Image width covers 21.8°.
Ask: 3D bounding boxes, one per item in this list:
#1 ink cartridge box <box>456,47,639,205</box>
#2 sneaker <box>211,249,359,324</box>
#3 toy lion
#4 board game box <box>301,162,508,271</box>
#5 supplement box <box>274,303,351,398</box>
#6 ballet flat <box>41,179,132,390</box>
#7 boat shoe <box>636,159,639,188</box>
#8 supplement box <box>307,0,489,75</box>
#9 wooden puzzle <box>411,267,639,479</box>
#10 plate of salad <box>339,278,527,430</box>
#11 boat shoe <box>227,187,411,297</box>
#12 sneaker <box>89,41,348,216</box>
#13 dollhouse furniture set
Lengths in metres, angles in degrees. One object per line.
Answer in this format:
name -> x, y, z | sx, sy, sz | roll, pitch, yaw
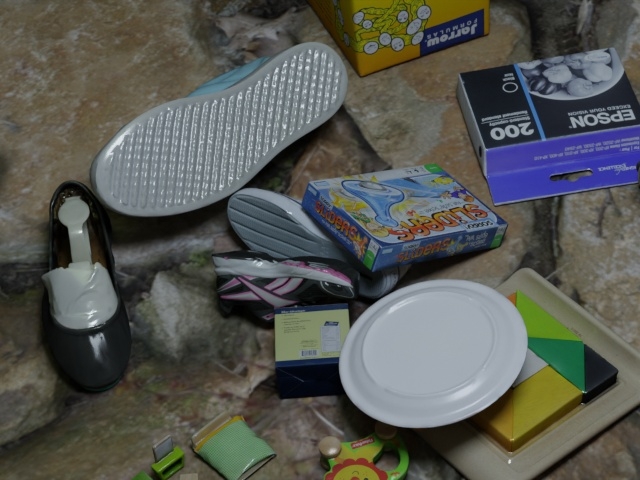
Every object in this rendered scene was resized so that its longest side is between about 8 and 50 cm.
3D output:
ink cartridge box -> 0.288, -0.142, 2.026 | 0.206, 0.045, 0.208 | -10, 48, -4
sneaker -> -0.037, 0.057, 1.850 | 0.178, 0.077, 0.072 | 6, 10, 28
toy lion -> 0.046, 0.240, 1.699 | 0.100, 0.034, 0.096 | -18, 54, -11
board game box -> 0.097, -0.029, 1.889 | 0.201, 0.035, 0.136 | -11, 41, -40
supplement box -> -0.007, 0.119, 1.797 | 0.083, 0.056, 0.083 | -4, 46, 2
ballet flat -> -0.275, 0.040, 1.874 | 0.095, 0.096, 0.280 | -12, 47, -6
boat shoe -> 0.404, -0.079, 1.922 | 0.076, 0.080, 0.228 | 19, 48, 10
supplement box -> 0.087, -0.421, 2.095 | 0.194, 0.356, 0.195 | -20, 48, -12
wooden puzzle -> 0.204, 0.142, 1.763 | 0.239, 0.044, 0.221 | -33, 52, -23
plate of salad -> 0.118, 0.121, 1.728 | 0.200, 0.048, 0.200 | -11, 44, 10
boat shoe -> 0.000, 0.000, 1.910 | 0.226, 0.083, 0.076 | 29, 33, 21
sneaker -> -0.135, -0.120, 1.998 | 0.366, 0.135, 0.150 | -27, 6, -32
dollhouse furniture set -> -0.124, 0.225, 1.708 | 0.152, 0.058, 0.076 | -36, 53, -25
